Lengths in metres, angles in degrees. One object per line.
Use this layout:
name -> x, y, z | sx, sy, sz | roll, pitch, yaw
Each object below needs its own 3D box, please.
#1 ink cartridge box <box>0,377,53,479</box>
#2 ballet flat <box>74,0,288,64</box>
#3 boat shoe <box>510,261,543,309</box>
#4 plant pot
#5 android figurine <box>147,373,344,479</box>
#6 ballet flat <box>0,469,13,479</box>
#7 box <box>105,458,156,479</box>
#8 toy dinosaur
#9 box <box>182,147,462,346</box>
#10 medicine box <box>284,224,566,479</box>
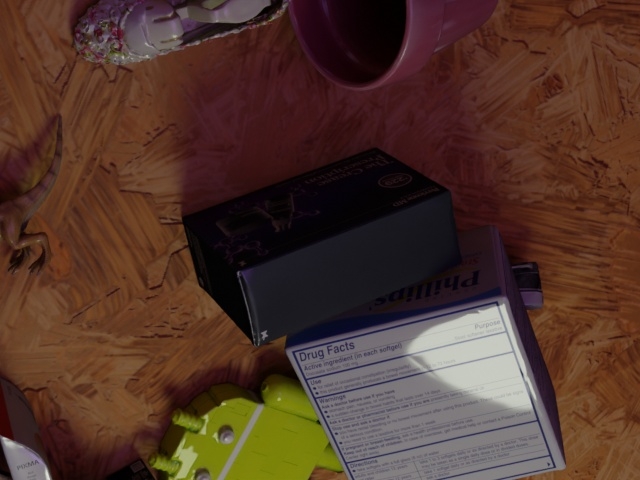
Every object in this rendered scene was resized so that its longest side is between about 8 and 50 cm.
ink cartridge box -> -0.331, 0.195, 1.341 | 0.045, 0.145, 0.179 | -14, 117, -15
ballet flat -> -0.139, -0.241, 1.290 | 0.241, 0.077, 0.091 | -23, 121, -16
boat shoe -> 0.183, 0.057, 1.593 | 0.219, 0.078, 0.070 | 0, 79, -19
plant pot -> 0.090, -0.276, 1.335 | 0.180, 0.201, 0.201 | -19, 120, -37
android figurine -> -0.091, 0.280, 1.556 | 0.273, 0.056, 0.248 | 26, 98, -35
ballet flat -> -0.430, 0.187, 1.329 | 0.106, 0.107, 0.316 | -45, 132, -27
box -> -0.218, 0.324, 1.504 | 0.052, 0.062, 0.083 | -26, 120, -17
toy dinosaur -> -0.326, -0.021, 1.299 | 0.211, 0.064, 0.112 | -36, 121, -9
box -> 0.000, 0.000, 1.401 | 0.261, 0.184, 0.103 | -21, 120, -18
medicine box -> 0.132, 0.161, 1.496 | 0.263, 0.149, 0.289 | -15, 122, 14
